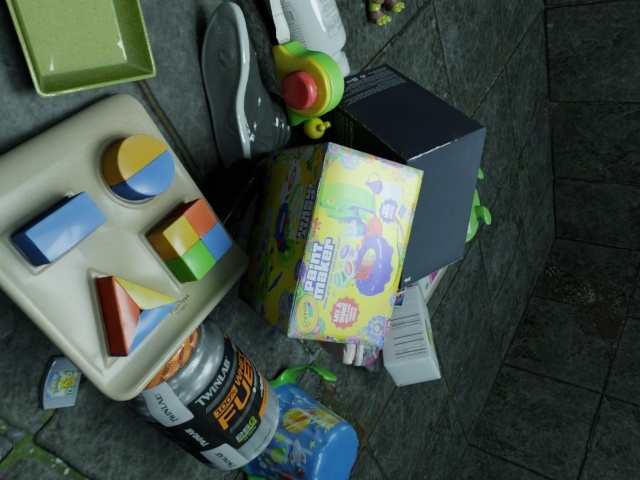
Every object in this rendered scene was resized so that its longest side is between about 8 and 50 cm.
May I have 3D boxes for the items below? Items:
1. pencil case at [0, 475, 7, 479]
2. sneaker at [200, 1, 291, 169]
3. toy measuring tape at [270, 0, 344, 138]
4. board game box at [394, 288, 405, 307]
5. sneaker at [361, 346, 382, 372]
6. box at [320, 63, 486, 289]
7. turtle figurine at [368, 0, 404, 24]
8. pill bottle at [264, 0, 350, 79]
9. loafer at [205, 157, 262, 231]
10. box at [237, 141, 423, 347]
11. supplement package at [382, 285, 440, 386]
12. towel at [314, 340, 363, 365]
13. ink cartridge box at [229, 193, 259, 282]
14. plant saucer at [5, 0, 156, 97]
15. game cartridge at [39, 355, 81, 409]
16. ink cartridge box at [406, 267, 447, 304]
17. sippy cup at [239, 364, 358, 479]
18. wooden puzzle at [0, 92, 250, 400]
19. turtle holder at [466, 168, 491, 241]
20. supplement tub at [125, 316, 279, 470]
[{"bbox_3d":[-0.433,0.311,0.587,0.104,0.236,0.105,13,90,-68],"label":"pencil case"},{"bbox_3d":[-0.130,-0.286,0.938,0.146,0.104,0.296,-33,130,-46],"label":"sneaker"},{"bbox_3d":[-0.025,-0.344,0.900,0.121,0.121,0.330,-36,126,-42],"label":"toy measuring tape"},{"bbox_3d":[0.152,0.079,1.355,0.305,0.053,0.193,14,88,-53],"label":"board game box"},{"bbox_3d":[0.114,0.305,1.426,0.252,0.111,0.103,80,2,-52],"label":"sneaker"},{"bbox_3d":[0.155,-0.135,1.059,0.178,0.312,0.343,-24,138,-17],"label":"box"},{"bbox_3d":[0.134,-0.637,1.190,0.270,0.087,0.217,-61,148,-35],"label":"turtle figurine"},{"bbox_3d":[-0.021,-0.427,1.009,0.131,0.131,0.229,-53,137,-29],"label":"pill bottle"},{"bbox_3d":[-0.176,-0.046,0.918,0.220,0.080,0.078,-48,155,2],"label":"loafer"},{"bbox_3d":[0.000,0.000,0.871,0.176,0.279,0.290,12,92,-25],"label":"box"},{"bbox_3d":[0.257,0.281,1.476,0.244,0.133,0.139,-91,159,-43],"label":"supplement package"},{"bbox_3d":[0.031,0.066,1.070,0.053,0.331,0.317,9,94,-23],"label":"towel"},{"bbox_3d":[-0.141,-0.002,1.018,0.127,0.072,0.175,20,84,-52],"label":"ink cartridge box"},{"bbox_3d":[-0.340,-0.310,0.696,0.188,0.045,0.188,-33,124,-44],"label":"plant saucer"},{"bbox_3d":[-0.406,0.222,0.783,0.056,0.017,0.083,11,90,-49],"label":"game cartridge"},{"bbox_3d":[0.327,0.062,1.636,0.193,0.088,0.235,-53,137,-31],"label":"ink cartridge box"},{"bbox_3d":[-0.045,0.464,1.149,0.240,0.224,0.306,-29,121,-46],"label":"sippy cup"},{"bbox_3d":[-0.273,-0.008,0.708,0.348,0.080,0.322,56,46,-20],"label":"wooden puzzle"},{"bbox_3d":[0.312,-0.128,1.446,0.243,0.227,0.320,-39,100,-32],"label":"turtle holder"},{"bbox_3d":[-0.217,0.260,0.892,0.194,0.193,0.316,-55,138,-27],"label":"supplement tub"}]
